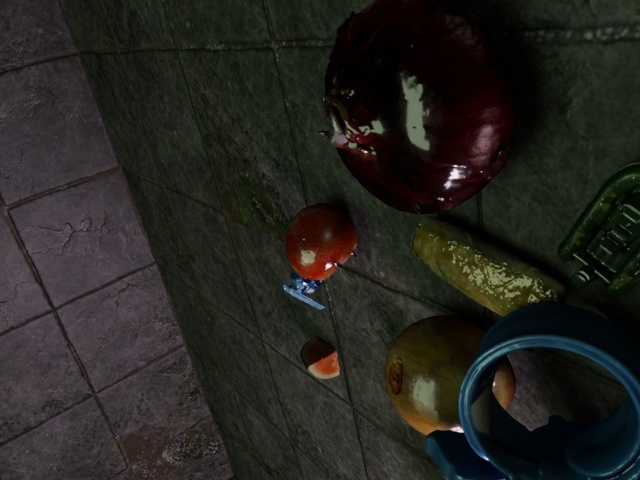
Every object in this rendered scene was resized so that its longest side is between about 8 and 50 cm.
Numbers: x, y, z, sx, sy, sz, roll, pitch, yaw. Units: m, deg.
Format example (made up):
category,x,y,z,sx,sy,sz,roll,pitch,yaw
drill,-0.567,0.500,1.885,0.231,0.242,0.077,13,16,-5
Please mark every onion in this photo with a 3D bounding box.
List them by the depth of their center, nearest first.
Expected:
category,x,y,z,sx,sy,sz,roll,pitch,yaw
onion,0.116,-0.177,0.761,0.314,0.232,0.314,38,142,38

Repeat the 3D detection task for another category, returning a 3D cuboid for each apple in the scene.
category,x,y,z,sx,sy,sz,roll,pitch,yaw
apple,0.220,0.237,0.970,0.188,0.211,0.211,15,127,62

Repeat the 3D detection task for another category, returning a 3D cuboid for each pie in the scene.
category,x,y,z,sx,sy,sz,roll,pitch,yaw
pie,0.263,0.055,0.894,0.282,0.068,0.128,33,140,36

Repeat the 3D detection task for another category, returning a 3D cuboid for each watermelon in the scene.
category,x,y,z,sx,sy,sz,roll,pitch,yaw
watermelon,0.005,0.325,1.521,0.094,0.135,0.125,-31,83,25

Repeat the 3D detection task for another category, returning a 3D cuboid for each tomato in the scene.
category,x,y,z,sx,sy,sz,roll,pitch,yaw
tomato,0.000,0.000,1.179,0.167,0.167,0.167,39,143,37

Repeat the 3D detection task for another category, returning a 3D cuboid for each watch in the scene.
category,x,y,z,sx,sy,sz,roll,pitch,yaw
watch,0.294,0.232,0.787,0.305,0.241,0.274,-2,104,24

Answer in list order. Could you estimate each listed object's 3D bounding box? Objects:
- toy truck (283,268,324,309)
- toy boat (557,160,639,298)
category,x,y,z,sx,sy,sz,roll,pitch,yaw
toy truck,-0.028,0.122,1.434,0.136,0.074,0.063,32,176,-39
toy boat,0.368,-0.012,0.679,0.104,0.052,0.210,49,150,28
